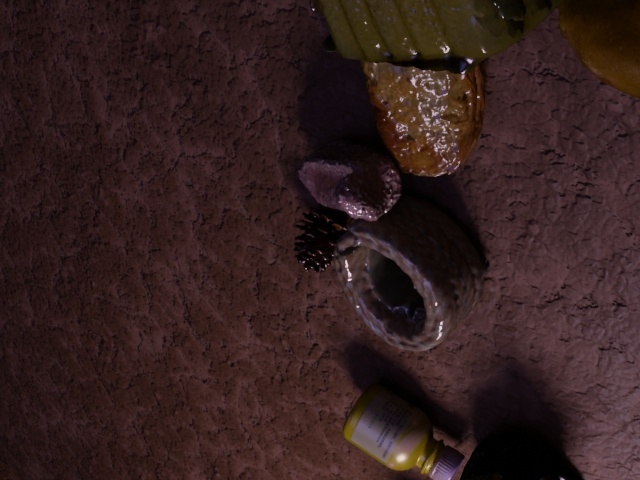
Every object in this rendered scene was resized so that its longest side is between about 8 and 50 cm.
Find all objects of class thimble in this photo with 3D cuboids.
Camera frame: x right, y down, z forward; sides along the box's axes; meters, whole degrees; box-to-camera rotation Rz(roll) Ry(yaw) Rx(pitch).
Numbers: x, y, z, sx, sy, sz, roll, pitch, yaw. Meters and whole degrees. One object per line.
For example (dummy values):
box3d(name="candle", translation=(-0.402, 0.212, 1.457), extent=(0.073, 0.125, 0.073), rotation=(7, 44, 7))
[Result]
box3d(name="thimble", translation=(0.140, 0.049, 1.400), extent=(0.229, 0.148, 0.196), rotation=(46, 140, 7))

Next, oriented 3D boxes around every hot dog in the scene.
box3d(name="hot dog", translation=(0.140, -0.209, 1.239), extent=(0.175, 0.114, 0.259), rotation=(12, 145, 27))

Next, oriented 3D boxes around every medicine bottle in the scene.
box3d(name="medicine bottle", translation=(0.157, 0.365, 1.625), extent=(0.212, 0.122, 0.121), rotation=(30, 134, 18))

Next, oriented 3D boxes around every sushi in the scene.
box3d(name="sushi", translation=(0.326, 0.446, 1.486), extent=(0.200, 0.204, 0.213), rotation=(36, 141, 7))

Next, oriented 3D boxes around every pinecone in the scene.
box3d(name="pinecone", translation=(0.003, 0.001, 1.509), extent=(0.102, 0.102, 0.109), rotation=(16, 99, 30))

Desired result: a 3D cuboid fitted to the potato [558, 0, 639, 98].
box3d(name="potato", translation=(0.431, -0.236, 0.949), extent=(0.369, 0.176, 0.195), rotation=(9, 151, 39))

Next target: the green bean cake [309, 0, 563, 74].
box3d(name="green bean cake", translation=(0.142, -0.357, 1.021), extent=(0.310, 0.285, 0.202), rotation=(13, 142, 47))

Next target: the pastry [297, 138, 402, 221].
box3d(name="pastry", translation=(0.048, -0.094, 1.346), extent=(0.102, 0.112, 0.265), rotation=(63, 173, -20))
